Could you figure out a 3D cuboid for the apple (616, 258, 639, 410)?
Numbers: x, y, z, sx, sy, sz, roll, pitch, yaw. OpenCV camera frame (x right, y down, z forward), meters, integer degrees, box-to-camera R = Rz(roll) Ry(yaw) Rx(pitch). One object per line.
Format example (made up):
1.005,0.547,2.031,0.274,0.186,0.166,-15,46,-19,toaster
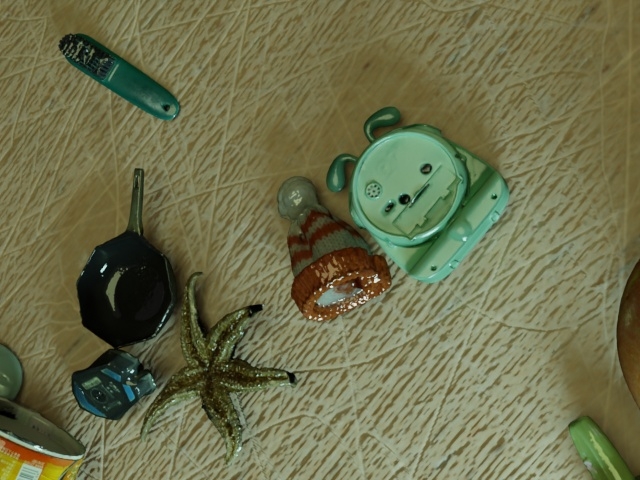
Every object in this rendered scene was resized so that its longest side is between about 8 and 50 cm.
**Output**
0.393,0.090,0.813,0.254,0.253,0.253,-2,84,18,apple

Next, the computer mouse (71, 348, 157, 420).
-0.243,0.165,1.077,0.135,0.047,0.079,-30,107,37,computer mouse

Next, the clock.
0.098,-0.055,0.995,0.188,0.060,0.148,39,97,18,clock

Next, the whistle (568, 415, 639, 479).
0.312,0.274,0.880,0.085,0.105,0.227,-23,73,-17,whistle

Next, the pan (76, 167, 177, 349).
-0.210,0.030,1.091,0.128,0.048,0.202,32,96,17,pan

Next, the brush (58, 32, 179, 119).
-0.257,-0.209,1.138,0.193,0.032,0.043,34,95,19,brush

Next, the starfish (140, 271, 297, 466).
-0.132,0.154,1.054,0.238,0.057,0.213,-38,69,26,starfish

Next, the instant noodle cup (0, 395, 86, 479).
-0.384,0.286,1.050,0.213,0.213,0.174,27,85,18,instant noodle cup

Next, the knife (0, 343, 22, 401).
-0.535,0.276,1.106,0.132,0.038,0.398,38,76,9,knife

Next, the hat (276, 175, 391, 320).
0.000,0.000,1.020,0.112,0.093,0.162,-27,59,4,hat
